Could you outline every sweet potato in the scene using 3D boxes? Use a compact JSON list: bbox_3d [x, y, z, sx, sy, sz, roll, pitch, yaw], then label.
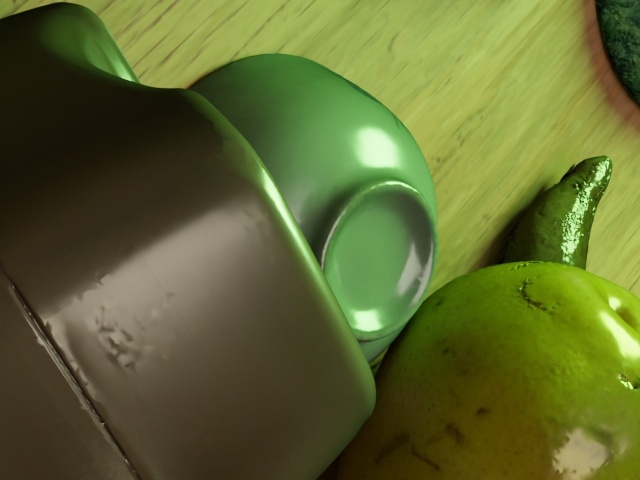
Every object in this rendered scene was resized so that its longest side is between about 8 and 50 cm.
[{"bbox_3d":[0.223,0.068,1.433,0.124,0.098,0.309,-7,105,-62],"label":"sweet potato"}]

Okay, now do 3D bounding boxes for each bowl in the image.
[{"bbox_3d":[0.000,0.000,1.175,0.289,0.146,0.289,-13,109,-41],"label":"bowl"}]

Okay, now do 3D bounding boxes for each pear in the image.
[{"bbox_3d":[0.161,0.176,1.273,0.285,0.285,0.336,-8,150,-41],"label":"pear"}]

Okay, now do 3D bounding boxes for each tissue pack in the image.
[{"bbox_3d":[-0.172,0.034,0.863,0.277,0.387,0.267,-31,122,-13],"label":"tissue pack"}]

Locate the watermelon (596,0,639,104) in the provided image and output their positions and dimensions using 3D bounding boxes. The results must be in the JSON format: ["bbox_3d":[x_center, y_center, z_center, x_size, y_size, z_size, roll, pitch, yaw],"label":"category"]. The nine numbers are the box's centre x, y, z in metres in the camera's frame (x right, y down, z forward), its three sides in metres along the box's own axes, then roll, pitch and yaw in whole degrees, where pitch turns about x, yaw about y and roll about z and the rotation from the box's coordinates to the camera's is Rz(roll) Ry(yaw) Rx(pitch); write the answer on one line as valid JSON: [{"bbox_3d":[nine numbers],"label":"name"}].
[{"bbox_3d":[0.425,-0.236,1.519,0.318,0.148,0.226,32,71,-44],"label":"watermelon"}]
